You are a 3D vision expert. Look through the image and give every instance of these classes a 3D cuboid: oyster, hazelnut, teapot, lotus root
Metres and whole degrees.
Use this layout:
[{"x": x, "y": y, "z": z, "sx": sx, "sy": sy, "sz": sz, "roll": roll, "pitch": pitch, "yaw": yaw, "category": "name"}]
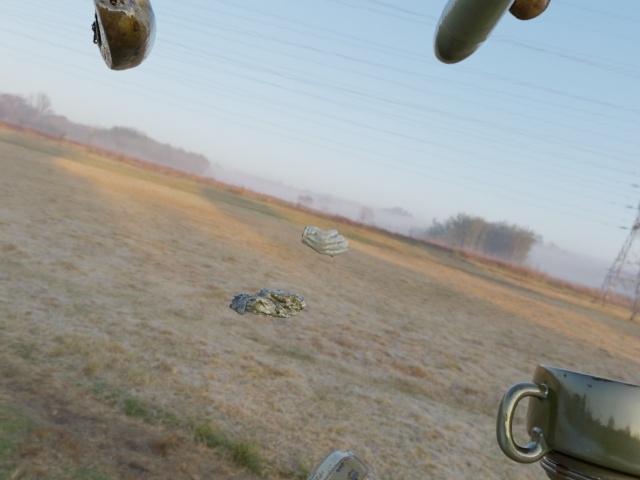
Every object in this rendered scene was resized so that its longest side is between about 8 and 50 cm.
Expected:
[{"x": -0.112, "y": 0.133, "z": 1.051, "sx": 0.177, "sy": 0.056, "sz": 0.105, "roll": 7, "pitch": 10, "yaw": 29, "category": "oyster"}, {"x": 0.369, "y": -0.439, "z": 0.854, "sx": 0.085, "sy": 0.086, "sz": 0.086, "roll": 15, "pitch": 1, "yaw": 0, "category": "hazelnut"}, {"x": 0.346, "y": 0.258, "z": 0.604, "sx": 0.267, "sy": 0.176, "sz": 0.185, "roll": 13, "pitch": -11, "yaw": -6, "category": "teapot"}, {"x": -0.124, "y": -0.132, "z": 0.310, "sx": 0.037, "sy": 0.030, "sz": 0.083, "roll": -27, "pitch": 12, "yaw": -21, "category": "lotus root"}]

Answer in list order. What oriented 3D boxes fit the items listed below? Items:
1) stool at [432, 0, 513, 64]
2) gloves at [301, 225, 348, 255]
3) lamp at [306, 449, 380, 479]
[{"x": 0.156, "y": -0.282, "z": 0.368, "sx": 0.195, "sy": 0.195, "sz": 0.198, "roll": -30, "pitch": 3, "yaw": -4, "category": "stool"}, {"x": 0.001, "y": 0.002, "z": 0.679, "sx": 0.080, "sy": 0.038, "sz": 0.044, "roll": 7, "pitch": -39, "yaw": -7, "category": "gloves"}, {"x": 0.037, "y": 0.549, "z": 1.001, "sx": 0.161, "sy": 0.185, "sz": 0.161, "roll": 38, "pitch": -21, "yaw": 18, "category": "lamp"}]
